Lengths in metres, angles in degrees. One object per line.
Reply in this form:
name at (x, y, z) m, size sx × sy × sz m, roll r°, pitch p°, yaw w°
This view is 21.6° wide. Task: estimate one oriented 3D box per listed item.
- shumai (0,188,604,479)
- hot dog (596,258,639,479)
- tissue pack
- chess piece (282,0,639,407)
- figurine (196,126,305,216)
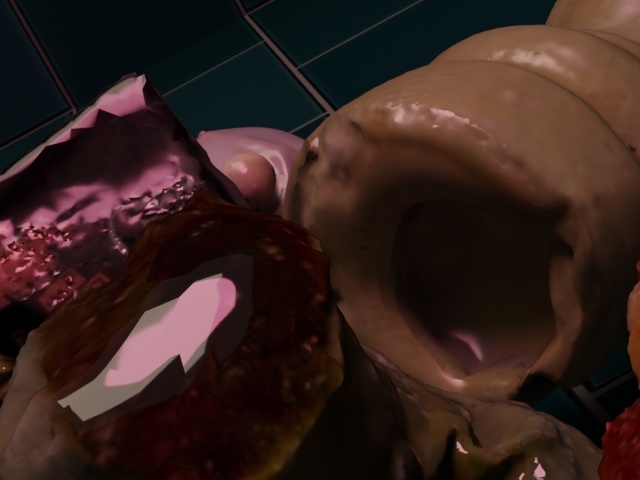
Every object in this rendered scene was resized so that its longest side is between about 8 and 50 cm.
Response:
shumai at (-0.041, 0.117, 0.719) m, size 0.304 × 0.263 × 0.309 m, roll -6°, pitch 27°, yaw 50°
hot dog at (0.251, 0.011, 0.496) m, size 0.365 × 0.196 × 0.367 m, roll -41°, pitch 9°, yaw 27°
tissue pack at (-0.150, 0.096, 0.908) m, size 0.332 × 0.245 × 0.123 m, roll -38°, pitch -6°, yaw -6°
chess piece at (0.173, -0.075, 0.944) m, size 0.234 × 0.234 × 0.442 m, roll -12°, pitch 17°, yaw 44°
figurine at (0.000, 0.000, 1.165) m, size 0.276 × 0.200 × 0.133 m, roll 19°, pitch 60°, yaw 31°
